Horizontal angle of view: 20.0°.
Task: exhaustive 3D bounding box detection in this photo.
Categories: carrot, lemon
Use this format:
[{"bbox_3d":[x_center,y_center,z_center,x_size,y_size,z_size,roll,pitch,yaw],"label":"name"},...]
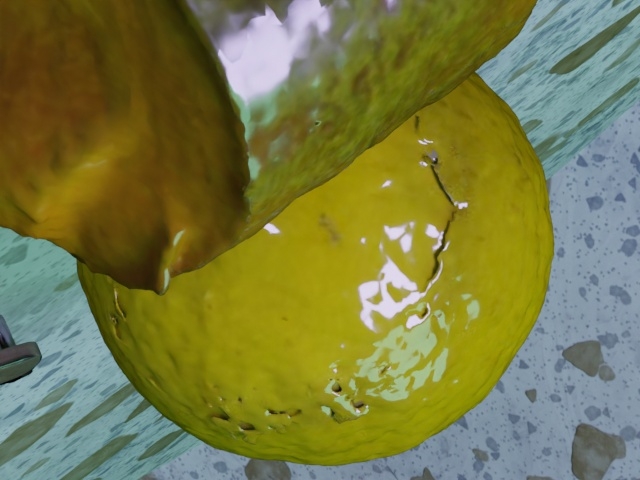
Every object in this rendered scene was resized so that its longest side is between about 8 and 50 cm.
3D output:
[{"bbox_3d":[-0.062,-0.126,0.827,0.341,0.241,0.241,-35,171,-19],"label":"carrot"},{"bbox_3d":[0.000,0.000,1.346,0.350,0.349,0.387,-38,163,7],"label":"lemon"}]

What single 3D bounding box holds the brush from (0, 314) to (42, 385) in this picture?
[{"bbox_3d":[-0.382,0.124,1.456,0.327,0.065,0.070,-19,169,-30],"label":"brush"}]
